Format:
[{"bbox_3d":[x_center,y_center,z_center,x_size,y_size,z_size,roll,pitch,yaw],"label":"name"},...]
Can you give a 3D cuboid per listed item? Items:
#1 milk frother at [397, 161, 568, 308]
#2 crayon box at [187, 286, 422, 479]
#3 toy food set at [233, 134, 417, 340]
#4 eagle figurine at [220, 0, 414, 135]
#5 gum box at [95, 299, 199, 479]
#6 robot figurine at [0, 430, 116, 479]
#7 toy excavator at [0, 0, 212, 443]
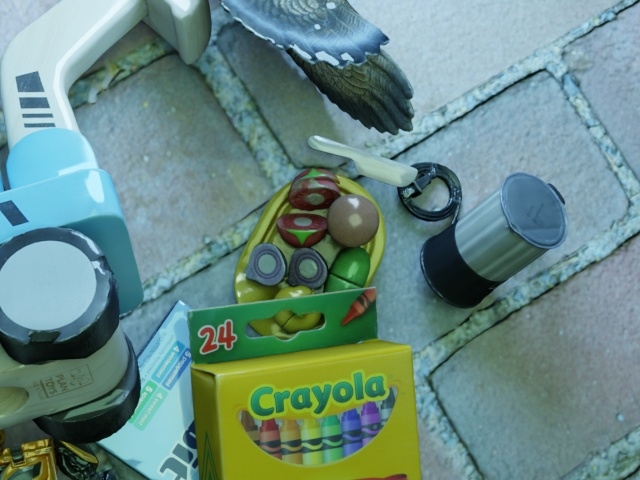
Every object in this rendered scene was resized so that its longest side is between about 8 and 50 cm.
[{"bbox_3d":[0.155,-0.031,1.556,0.143,0.135,0.129,41,45,-9],"label":"milk frother"},{"bbox_3d":[-0.011,0.212,1.467,0.202,0.081,0.318,-7,95,-23],"label":"crayon box"},{"bbox_3d":[0.000,0.000,1.533,0.128,0.071,0.218,26,86,-1],"label":"toy food set"},{"bbox_3d":[-0.018,-0.256,1.494,0.226,0.225,0.298,2,75,-27],"label":"eagle figurine"},{"bbox_3d":[-0.108,0.174,1.513,0.184,0.041,0.157,35,77,-6],"label":"gum box"},{"bbox_3d":[-0.273,0.307,1.431,0.211,0.085,0.291,-12,86,-14],"label":"robot figurine"},{"bbox_3d":[-0.264,-0.056,1.404,0.433,0.222,0.445,-18,63,-8],"label":"toy excavator"}]
